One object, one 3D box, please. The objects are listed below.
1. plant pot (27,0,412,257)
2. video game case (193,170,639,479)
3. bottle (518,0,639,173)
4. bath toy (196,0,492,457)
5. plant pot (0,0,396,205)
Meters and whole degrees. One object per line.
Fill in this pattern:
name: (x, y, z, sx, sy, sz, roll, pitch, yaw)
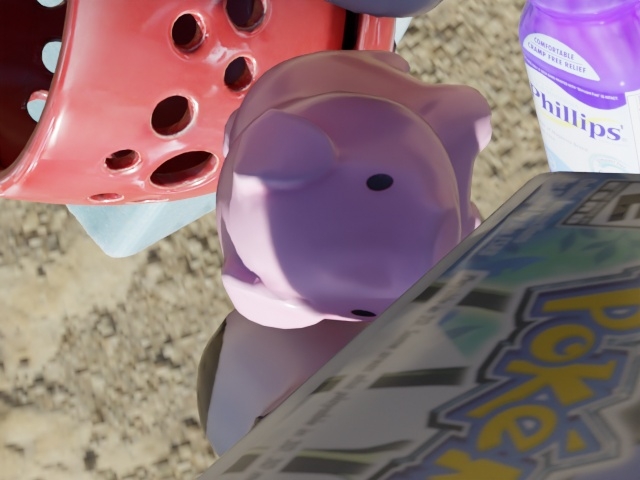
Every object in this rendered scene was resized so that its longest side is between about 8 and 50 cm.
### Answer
plant pot: (-0.074, -0.188, 1.145, 0.247, 0.248, 0.252, 51, 132, 7)
video game case: (0.087, 0.075, 0.337, 0.329, 0.300, 0.036, -38, 121, -41)
bottle: (0.193, -0.129, 1.178, 0.092, 0.118, 0.283, -41, 138, -20)
bath toy: (0.000, 0.000, 0.601, 0.129, 0.151, 0.348, -12, 115, -34)
plant pot: (-0.070, -0.106, 0.833, 0.174, 0.191, 0.191, 7, 117, -28)
